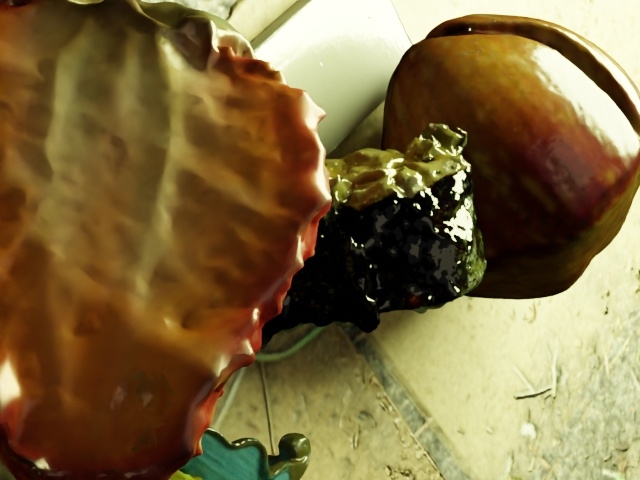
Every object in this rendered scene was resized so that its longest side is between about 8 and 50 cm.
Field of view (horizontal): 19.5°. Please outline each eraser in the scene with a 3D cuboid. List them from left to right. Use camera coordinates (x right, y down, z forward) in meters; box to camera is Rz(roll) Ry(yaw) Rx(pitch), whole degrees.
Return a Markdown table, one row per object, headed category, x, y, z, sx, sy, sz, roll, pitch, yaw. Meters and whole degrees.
| category | x | y | z | sx | sy | sz | roll | pitch | yaw |
| --- | --- | --- | --- | --- | --- | --- | --- | --- | --- |
| eraser | 0.006 | -0.134 | 1.396 | 0.150 | 0.023 | 0.104 | -45 | 117 | -33 |

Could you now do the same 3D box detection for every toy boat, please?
| category | x | y | z | sx | sy | sz | roll | pitch | yaw |
| --- | --- | --- | --- | --- | --- | --- | --- | --- | --- |
| toy boat | -0.077 | 0.131 | 1.278 | 0.185 | 0.075 | 0.077 | 41 | 72 | -36 |

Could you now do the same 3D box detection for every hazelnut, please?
| category | x | y | z | sx | sy | sz | roll | pitch | yaw |
| --- | --- | --- | --- | --- | --- | --- | --- | --- | --- |
| hazelnut | 0.132 | -0.061 | 1.387 | 0.218 | 0.234 | 0.218 | -1 | 76 | 3 |

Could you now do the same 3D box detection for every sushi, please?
| category | x | y | z | sx | sy | sz | roll | pitch | yaw |
| --- | --- | --- | --- | --- | --- | --- | --- | --- | --- |
| sushi | 0.000 | 0.000 | 1.257 | 0.147 | 0.212 | 0.115 | -53 | 131 | -61 |

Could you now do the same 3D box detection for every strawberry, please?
| category | x | y | z | sx | sy | sz | roll | pitch | yaw |
| --- | --- | --- | --- | --- | --- | --- | --- | --- | --- |
| strawberry | -0.135 | 0.007 | 1.134 | 0.265 | 0.149 | 0.336 | 6 | 62 | -9 |

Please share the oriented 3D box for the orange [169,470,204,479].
| category | x | y | z | sx | sy | sz | roll | pitch | yaw |
| --- | --- | --- | --- | --- | --- | --- | --- | --- | --- |
| orange | -0.133 | 0.275 | 1.131 | 0.300 | 0.223 | 0.301 | 36 | 58 | -28 |
